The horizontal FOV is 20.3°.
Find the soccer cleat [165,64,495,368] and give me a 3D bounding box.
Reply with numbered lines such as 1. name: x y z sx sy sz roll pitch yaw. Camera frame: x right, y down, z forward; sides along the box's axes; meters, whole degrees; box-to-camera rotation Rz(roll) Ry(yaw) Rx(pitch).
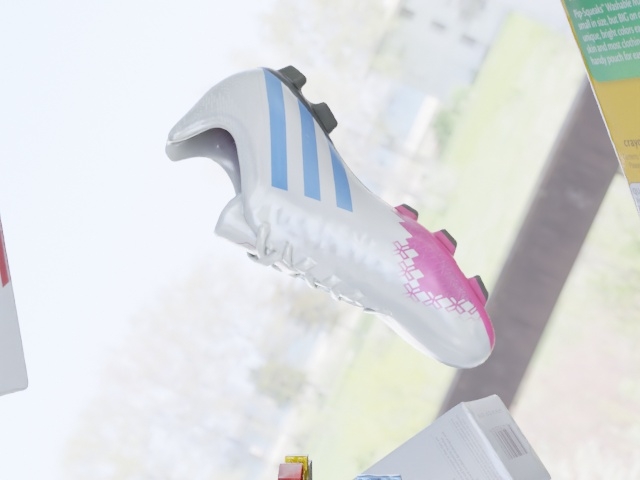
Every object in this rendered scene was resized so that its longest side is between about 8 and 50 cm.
1. soccer cleat: 0.000 0.000 1.485 0.143 0.331 0.116 -33 -20 -23

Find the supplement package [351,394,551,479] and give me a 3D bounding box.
1. supplement package: 0.116 0.244 1.756 0.179 0.105 0.105 -38 -14 20

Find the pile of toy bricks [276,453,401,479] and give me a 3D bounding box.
1. pile of toy bricks: 0.018 0.254 1.193 0.105 0.118 0.212 -37 -54 -81

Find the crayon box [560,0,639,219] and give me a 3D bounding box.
1. crayon box: 0.250 -0.084 1.059 0.083 0.323 0.203 -25 10 -18

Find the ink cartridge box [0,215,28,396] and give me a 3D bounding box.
1. ink cartridge box: -0.349 0.017 1.504 0.273 0.114 0.197 20 120 62
